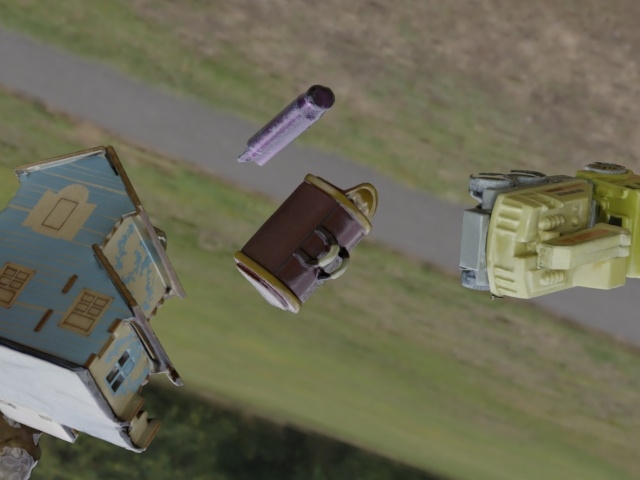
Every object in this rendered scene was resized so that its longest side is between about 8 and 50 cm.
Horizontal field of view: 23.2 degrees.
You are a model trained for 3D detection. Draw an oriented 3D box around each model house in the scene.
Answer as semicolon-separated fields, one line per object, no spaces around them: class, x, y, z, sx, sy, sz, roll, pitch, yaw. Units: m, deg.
model house;-0.210;0.039;1.321;0.271;0.206;0.178;14;149;29

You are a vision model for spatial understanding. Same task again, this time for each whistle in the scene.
whistle;-0.037;-0.114;1.593;0.033;0.033;0.176;23;153;-20

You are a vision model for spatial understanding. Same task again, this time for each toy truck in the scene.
toy truck;0.274;-0.006;1.627;0.272;0.124;0.157;-7;-162;-40

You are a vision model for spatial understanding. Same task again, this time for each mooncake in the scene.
mooncake;-0.271;0.104;2.093;0.150;0.347;0.057;-6;-127;-53

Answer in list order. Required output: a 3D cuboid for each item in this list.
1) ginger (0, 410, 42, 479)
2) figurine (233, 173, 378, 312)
ginger;-0.453;0.241;1.793;0.200;0.269;0.223;42;166;-18
figurine;0.001;0.000;1.543;0.082;0.154;0.098;48;171;-30
